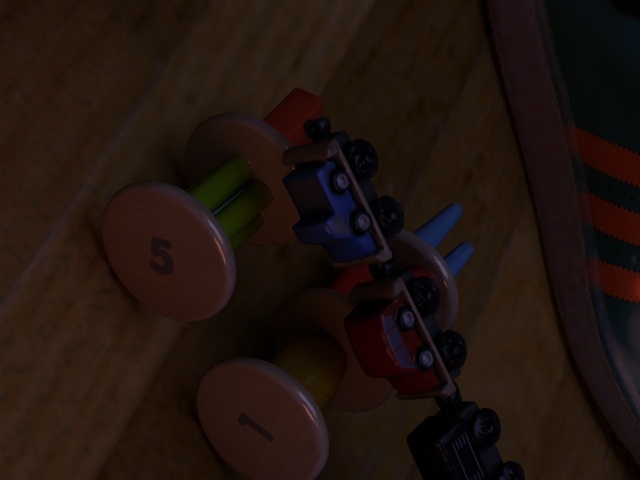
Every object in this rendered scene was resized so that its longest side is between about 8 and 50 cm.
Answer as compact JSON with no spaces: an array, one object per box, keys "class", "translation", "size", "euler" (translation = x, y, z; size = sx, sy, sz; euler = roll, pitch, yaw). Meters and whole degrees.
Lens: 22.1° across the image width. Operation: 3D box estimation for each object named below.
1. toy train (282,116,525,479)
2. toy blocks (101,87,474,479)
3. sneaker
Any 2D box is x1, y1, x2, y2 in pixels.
[{"class":"toy train","translation":[0.026,0.032,0.563],"size":[0.036,0.027,0.158],"euler":[-37,108,-37]},{"class":"toy blocks","translation":[0.000,0.000,0.604],"size":[0.148,0.054,0.123],"euler":[-43,111,-47]},{"class":"sneaker","translation":[0.175,-0.019,0.760],"size":[0.108,0.121,0.302],"euler":[-24,97,-50]}]
